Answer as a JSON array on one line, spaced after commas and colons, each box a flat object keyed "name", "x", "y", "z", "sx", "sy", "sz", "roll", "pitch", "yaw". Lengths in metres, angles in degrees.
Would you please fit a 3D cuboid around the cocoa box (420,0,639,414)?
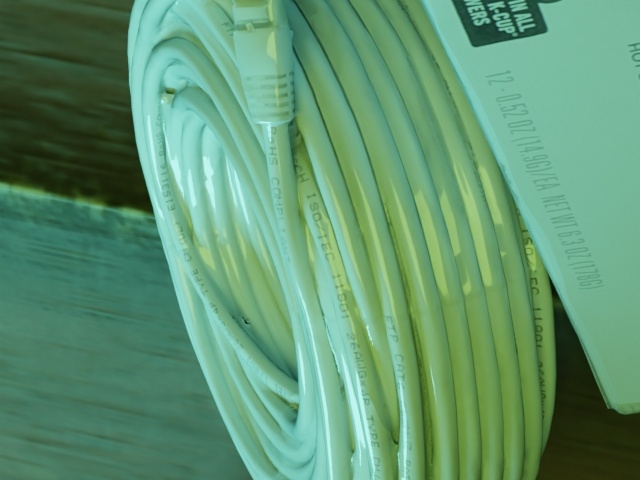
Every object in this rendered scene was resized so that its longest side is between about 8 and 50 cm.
[{"name": "cocoa box", "x": 0.150, "y": -0.143, "z": 0.613, "sx": 0.228, "sy": 0.231, "sz": 0.347, "roll": -13, "pitch": 140, "yaw": 16}]

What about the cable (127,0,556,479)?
[{"name": "cable", "x": 0.000, "y": 0.000, "z": 0.768, "sx": 0.089, "sy": 0.257, "sz": 0.257, "roll": -19, "pitch": 99, "yaw": -16}]
